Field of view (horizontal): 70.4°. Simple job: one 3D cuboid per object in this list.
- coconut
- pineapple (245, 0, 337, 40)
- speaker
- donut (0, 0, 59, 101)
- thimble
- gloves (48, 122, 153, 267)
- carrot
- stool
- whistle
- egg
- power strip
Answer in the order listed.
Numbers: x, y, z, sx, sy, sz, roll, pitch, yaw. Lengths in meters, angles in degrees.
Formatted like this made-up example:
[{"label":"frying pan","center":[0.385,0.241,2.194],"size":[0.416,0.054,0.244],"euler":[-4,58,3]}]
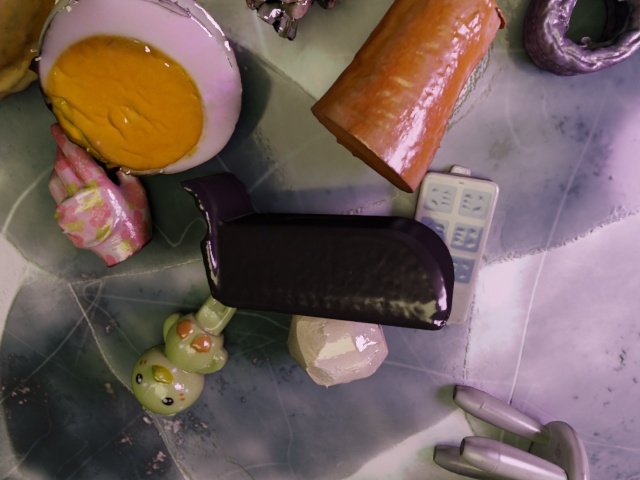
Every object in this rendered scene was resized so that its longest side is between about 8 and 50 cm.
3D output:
[{"label":"coconut","center":[0.021,0.159,0.753],"size":[0.162,0.161,0.161],"euler":[-19,103,6]},{"label":"pineapple","center":[0.005,-0.382,0.549],"size":[0.262,0.262,0.272],"euler":[42,114,-5]},{"label":"speaker","center":[0.000,0.000,0.676],"size":[0.387,0.180,0.184],"euler":[4,106,17]},{"label":"donut","center":[-0.539,-0.420,0.639],"size":[0.448,0.198,0.450],"euler":[2,106,8]},{"label":"thimble","center":[0.349,-0.294,0.597],"size":[0.149,0.098,0.150],"euler":[2,107,7]},{"label":"gloves","center":[-0.384,-0.083,0.762],"size":[0.145,0.126,0.241],"euler":[-24,110,20]},{"label":"carrot","center":[0.128,-0.220,0.626],"size":[0.196,0.196,0.254],"euler":[36,99,-4]},{"label":"stool","center":[0.307,0.380,0.758],"size":[0.198,0.195,0.196],"euler":[14,109,5]},{"label":"whistle","center":[-0.243,0.200,0.817],"size":[0.141,0.141,0.294],"euler":[33,107,-2]},{"label":"egg","center":[-0.254,-0.244,0.671],"size":[0.264,0.174,0.287],"euler":[-12,135,-5]},{"label":"power strip","center":[0.202,0.015,0.741],"size":[0.117,0.046,0.271],"euler":[10,109,5]}]
